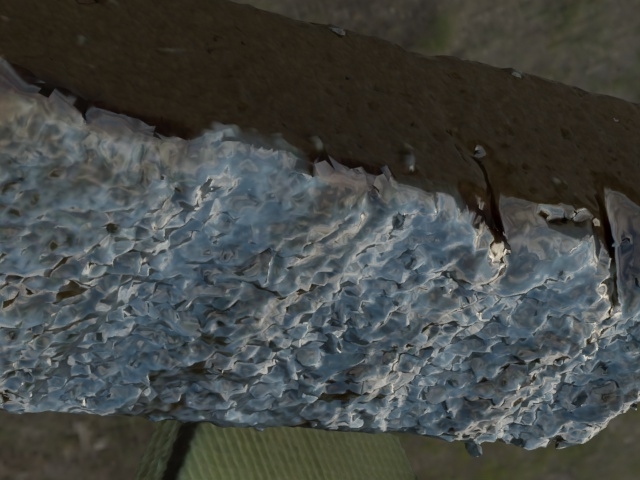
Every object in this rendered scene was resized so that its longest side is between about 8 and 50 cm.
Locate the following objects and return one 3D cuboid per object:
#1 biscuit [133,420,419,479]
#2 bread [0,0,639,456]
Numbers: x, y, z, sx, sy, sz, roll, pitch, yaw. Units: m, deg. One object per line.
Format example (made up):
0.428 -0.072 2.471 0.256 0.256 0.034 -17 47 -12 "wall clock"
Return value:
-0.011 0.150 0.745 0.052 0.150 0.252 -37 153 19 "biscuit"
0.000 0.000 0.630 0.416 0.113 0.165 8 135 -37 "bread"
